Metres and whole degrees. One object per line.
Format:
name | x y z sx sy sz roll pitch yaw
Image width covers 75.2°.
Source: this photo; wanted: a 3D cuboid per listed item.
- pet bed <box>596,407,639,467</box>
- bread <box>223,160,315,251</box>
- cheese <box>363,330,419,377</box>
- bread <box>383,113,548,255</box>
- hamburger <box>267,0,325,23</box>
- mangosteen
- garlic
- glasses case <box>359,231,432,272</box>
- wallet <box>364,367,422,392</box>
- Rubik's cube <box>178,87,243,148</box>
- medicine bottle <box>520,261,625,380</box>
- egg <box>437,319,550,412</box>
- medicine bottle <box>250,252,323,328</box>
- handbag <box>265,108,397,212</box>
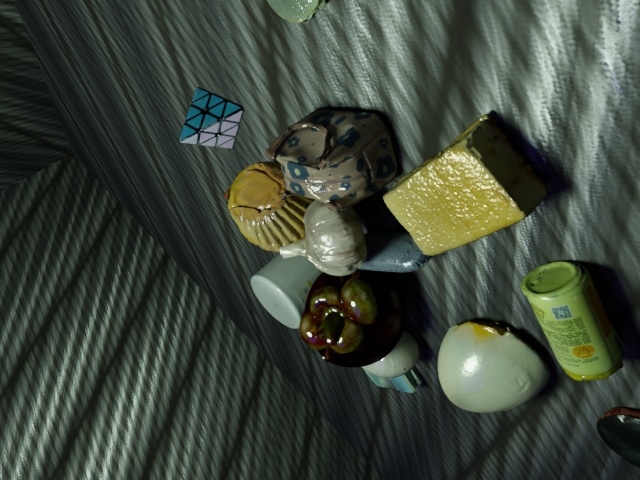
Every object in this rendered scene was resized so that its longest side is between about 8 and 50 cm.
pet bed | 0.724 0.448 0.918 0.201 0.053 0.201 33 147 25
bread | -0.125 -0.104 1.155 0.274 0.274 0.149 29 173 30
cheese | 0.218 0.362 1.345 0.189 0.198 0.154 -13 78 47
bread | 0.264 -0.090 0.813 0.184 0.114 0.275 52 150 0
hamburger | -0.048 -0.487 0.787 0.133 0.062 0.140 48 149 -9
mangosteen | 0.083 0.214 1.184 0.307 0.306 0.347 33 -170 25
garlic | 0.000 0.000 1.025 0.218 0.212 0.218 -18 -90 -89
glasses case | 0.170 0.027 1.076 0.283 0.109 0.067 1 139 52
wallet | 0.250 0.482 1.566 0.176 0.075 0.250 56 151 -8
Rubik's cube | -0.285 -0.363 1.276 0.178 0.211 0.190 -7 156 33
medicine bottle | 0.495 0.162 0.808 0.124 0.124 0.238 -8 121 56
egg | 0.425 0.346 1.068 0.264 0.174 0.286 43 147 1
medicine bottle | -0.079 0.143 1.425 0.238 0.232 0.237 33 149 23
handbag | 0.017 -0.179 0.942 0.252 0.193 0.190 18 141 42
